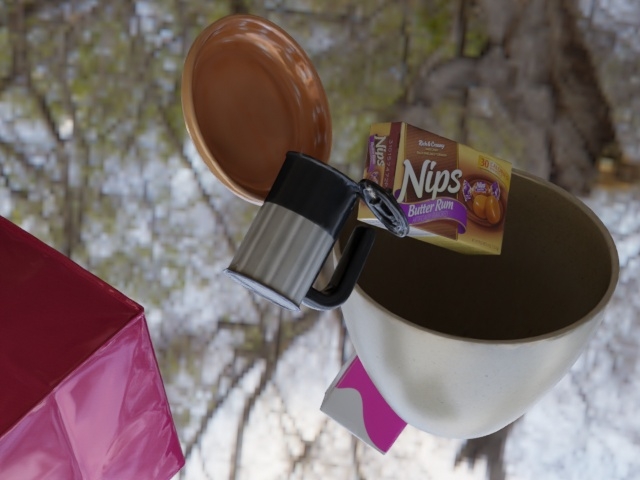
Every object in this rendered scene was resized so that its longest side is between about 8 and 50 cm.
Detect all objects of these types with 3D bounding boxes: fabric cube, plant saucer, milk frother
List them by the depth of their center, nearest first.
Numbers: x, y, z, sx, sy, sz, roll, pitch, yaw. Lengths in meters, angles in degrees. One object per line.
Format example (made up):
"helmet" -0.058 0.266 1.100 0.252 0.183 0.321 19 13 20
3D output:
"milk frother" 0.000 0.000 1.606 0.129 0.135 0.143 29 171 -11
"plant saucer" -0.069 -0.129 1.719 0.037 0.200 0.200 -16 -175 42
"fabric cube" -0.330 0.175 1.768 0.254 0.258 0.259 31 -122 30

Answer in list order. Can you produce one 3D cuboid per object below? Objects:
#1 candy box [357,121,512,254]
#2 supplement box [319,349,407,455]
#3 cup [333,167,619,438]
"candy box" 0.127 -0.055 1.862 0.053 0.109 0.186 0 167 45
"supplement box" 0.075 0.210 2.351 0.114 0.111 0.220 36 -178 3
"cup" 0.169 0.094 2.024 0.331 0.237 0.331 3 -140 -3
